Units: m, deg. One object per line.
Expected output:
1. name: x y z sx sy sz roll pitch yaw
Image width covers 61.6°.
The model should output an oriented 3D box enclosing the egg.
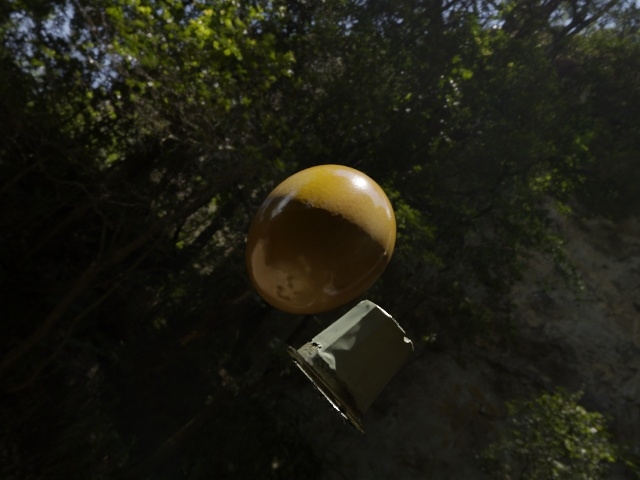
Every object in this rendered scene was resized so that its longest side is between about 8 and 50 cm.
1. egg: 0.000 0.000 0.974 0.250 0.322 0.250 20 -48 24

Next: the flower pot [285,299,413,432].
1. flower pot: 0.086 0.306 1.395 0.290 0.259 0.290 43 -15 15
